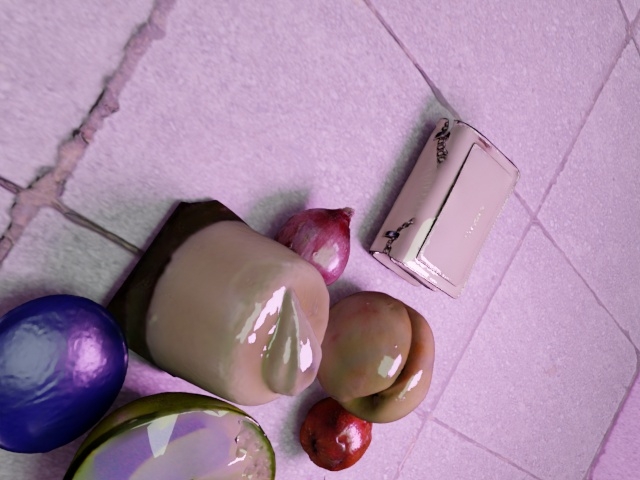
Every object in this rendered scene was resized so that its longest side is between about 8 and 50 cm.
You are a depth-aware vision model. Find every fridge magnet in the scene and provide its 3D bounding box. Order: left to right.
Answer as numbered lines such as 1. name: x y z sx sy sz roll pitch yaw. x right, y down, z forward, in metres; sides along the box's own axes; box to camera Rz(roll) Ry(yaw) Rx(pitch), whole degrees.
1. fridge magnet: -0.432 0.209 1.179 0.265 0.113 0.265 -20 120 -38

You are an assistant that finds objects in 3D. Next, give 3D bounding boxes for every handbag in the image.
1. handbag: 0.283 -0.074 1.739 0.237 0.160 0.358 35 80 -40

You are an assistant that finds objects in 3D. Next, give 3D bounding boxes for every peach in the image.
1. peach: 0.115 0.249 1.633 0.292 0.292 0.247 7 143 -46

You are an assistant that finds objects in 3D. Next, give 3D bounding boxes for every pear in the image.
1. pear: -0.279 0.404 1.339 0.399 0.165 0.398 -12 124 -19

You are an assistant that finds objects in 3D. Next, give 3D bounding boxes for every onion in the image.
1. onion: 0.000 0.000 1.495 0.195 0.159 0.159 -50 134 -18

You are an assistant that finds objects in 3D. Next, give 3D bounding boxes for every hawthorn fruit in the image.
1. hawthorn fruit: 0.045 0.444 1.710 0.179 0.173 0.173 24 89 -46

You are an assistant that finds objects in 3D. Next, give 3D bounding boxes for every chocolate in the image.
1. chocolate: -0.137 0.126 1.311 0.314 0.297 0.326 -58 135 -18
